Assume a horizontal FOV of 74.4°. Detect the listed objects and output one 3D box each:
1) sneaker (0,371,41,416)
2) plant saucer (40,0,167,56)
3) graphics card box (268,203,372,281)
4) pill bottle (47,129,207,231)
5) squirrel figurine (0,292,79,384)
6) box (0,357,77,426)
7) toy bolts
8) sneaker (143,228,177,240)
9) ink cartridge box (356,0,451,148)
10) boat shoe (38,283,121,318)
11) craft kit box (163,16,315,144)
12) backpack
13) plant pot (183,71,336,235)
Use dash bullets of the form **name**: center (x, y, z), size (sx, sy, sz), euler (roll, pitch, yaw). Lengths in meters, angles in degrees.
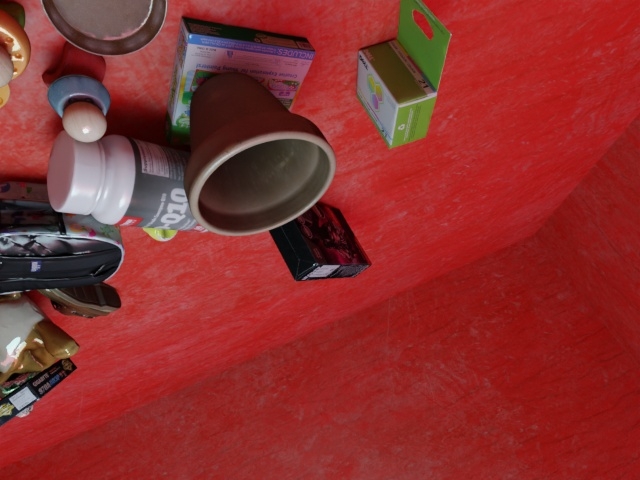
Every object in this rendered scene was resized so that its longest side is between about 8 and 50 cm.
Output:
- **sneaker**: center (-0.888, 0.428, 1.256), size (0.158, 0.182, 0.410), euler (-21, 176, -35)
- **plant saucer**: center (-0.310, -0.352, 0.610), size (0.168, 0.029, 0.168), euler (-24, 151, -15)
- **graphics card box**: center (0.000, 0.000, 1.276), size (0.094, 0.233, 0.370), euler (-37, 160, 24)
- **pill bottle**: center (-0.334, -0.104, 0.795), size (0.283, 0.161, 0.161), euler (5, 141, -49)
- **squirrel figurine**: center (-0.826, 0.279, 0.962), size (0.396, 0.281, 0.370), euler (-17, -155, 52)
- **box**: center (-0.726, 0.381, 1.034), size (0.175, 0.051, 0.220), euler (-35, -173, -7)
- **toy bolts**: center (-0.434, -0.214, 0.615), size (0.218, 0.159, 0.228), euler (-40, 151, 26)
- **sneaker**: center (-0.416, -0.099, 0.928), size (0.091, 0.126, 0.240), euler (-46, 132, -33)
- **ink cartridge box**: center (0.157, -0.352, 0.871), size (0.096, 0.189, 0.255), euler (-20, 152, -8)
- **boat shoe**: center (-0.671, 0.157, 1.140), size (0.104, 0.111, 0.307), euler (-27, 154, -2)
- **craft kit box**: center (-0.165, -0.294, 0.837), size (0.249, 0.061, 0.247), euler (-8, 146, -33)
- **backpack**: center (-0.549, 0.002, 0.873), size (0.253, 0.191, 0.225), euler (4, 144, -35)
- **plant pot**: center (-0.133, -0.175, 0.764), size (0.262, 0.229, 0.263), euler (-20, 154, -10)
